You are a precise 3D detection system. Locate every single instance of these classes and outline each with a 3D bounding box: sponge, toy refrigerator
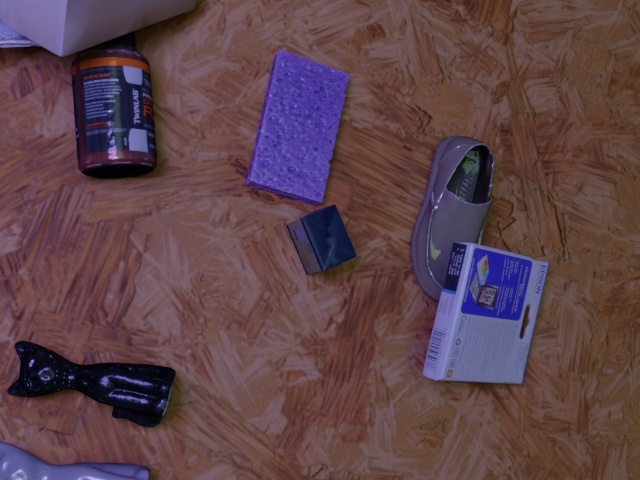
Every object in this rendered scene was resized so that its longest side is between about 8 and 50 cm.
[{"bbox_3d":[-0.033,-0.169,1.152,0.117,0.031,0.210,15,79,-16],"label":"sponge"},{"bbox_3d":[-0.271,-0.324,0.982,0.102,0.094,0.269,30,37,12],"label":"toy refrigerator"}]

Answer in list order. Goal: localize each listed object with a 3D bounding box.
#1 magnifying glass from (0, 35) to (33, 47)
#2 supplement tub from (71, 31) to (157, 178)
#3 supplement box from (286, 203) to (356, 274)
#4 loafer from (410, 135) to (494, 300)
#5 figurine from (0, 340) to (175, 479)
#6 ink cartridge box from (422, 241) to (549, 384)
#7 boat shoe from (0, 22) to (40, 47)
[{"bbox_3d":[-0.469,-0.340,1.035,0.231,0.026,0.092,28,77,-15],"label":"magnifying glass"},{"bbox_3d":[-0.279,-0.188,1.035,0.106,0.106,0.197,-4,86,-18],"label":"supplement tub"},{"bbox_3d":[0.000,0.000,1.115,0.056,0.083,0.083,-22,91,-19],"label":"supplement box"},{"bbox_3d":[0.208,-0.039,1.183,0.102,0.092,0.268,10,81,-17],"label":"loafer"},{"bbox_3d":[-0.315,0.250,0.993,0.209,0.092,0.214,14,81,-8],"label":"figurine"},{"bbox_3d":[0.257,0.116,1.174,0.208,0.045,0.206,12,91,-40],"label":"ink cartridge box"},{"bbox_3d":[-0.457,-0.285,0.936,0.277,0.096,0.098,-4,129,-28],"label":"boat shoe"}]
